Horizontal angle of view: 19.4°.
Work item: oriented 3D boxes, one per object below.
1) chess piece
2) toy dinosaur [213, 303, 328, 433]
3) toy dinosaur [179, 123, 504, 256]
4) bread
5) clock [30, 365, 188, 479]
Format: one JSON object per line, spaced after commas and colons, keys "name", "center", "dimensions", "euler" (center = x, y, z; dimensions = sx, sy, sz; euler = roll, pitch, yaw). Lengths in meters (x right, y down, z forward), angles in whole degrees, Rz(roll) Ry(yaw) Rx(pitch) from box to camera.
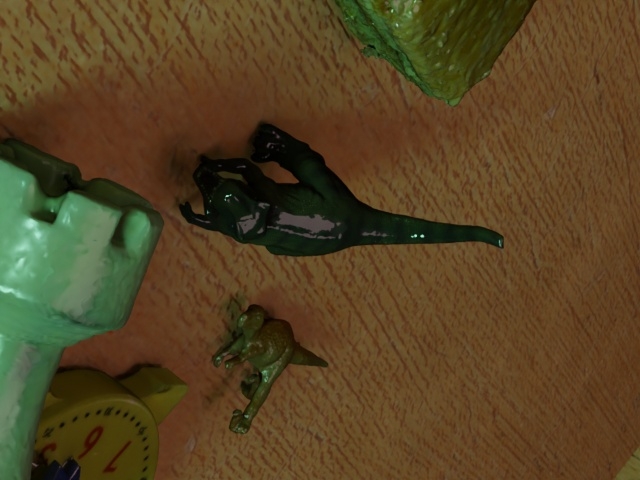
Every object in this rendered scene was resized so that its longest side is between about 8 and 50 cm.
{"name": "chess piece", "center": [-0.196, 0.099, 1.049], "dimensions": [0.194, 0.195, 0.299], "euler": [11, 104, -64]}
{"name": "toy dinosaur", "center": [-0.030, 0.081, 1.492], "dimensions": [0.162, 0.039, 0.126], "euler": [-29, 145, -47]}
{"name": "toy dinosaur", "center": [0.000, 0.000, 1.262], "dimensions": [0.187, 0.179, 0.087], "euler": [-15, 135, -52]}
{"name": "bread", "center": [0.072, -0.187, 1.244], "dimensions": [0.138, 0.102, 0.196], "euler": [-54, 155, -7]}
{"name": "clock", "center": [-0.208, 0.216, 1.298], "dimensions": [0.277, 0.071, 0.293], "euler": [-2, 124, -62]}
